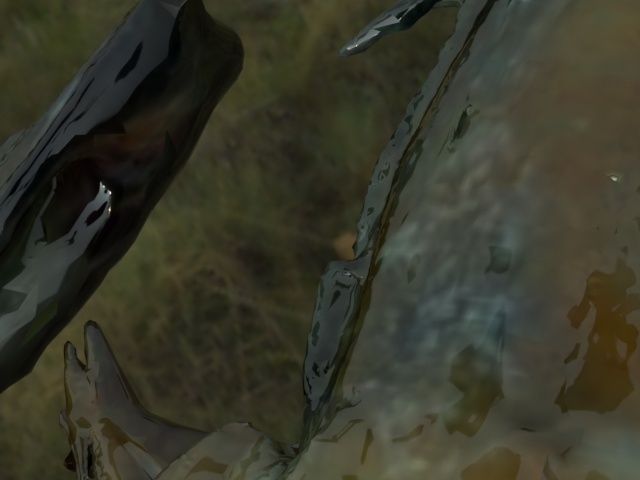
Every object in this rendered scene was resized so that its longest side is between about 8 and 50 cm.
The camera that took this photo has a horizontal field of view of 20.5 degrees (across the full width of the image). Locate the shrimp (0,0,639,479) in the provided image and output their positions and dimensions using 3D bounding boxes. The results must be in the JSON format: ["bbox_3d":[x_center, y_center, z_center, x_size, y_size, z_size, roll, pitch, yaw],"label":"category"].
[{"bbox_3d":[0.000,0.000,0.442,0.272,0.085,0.445,14,68,38],"label":"shrimp"}]
